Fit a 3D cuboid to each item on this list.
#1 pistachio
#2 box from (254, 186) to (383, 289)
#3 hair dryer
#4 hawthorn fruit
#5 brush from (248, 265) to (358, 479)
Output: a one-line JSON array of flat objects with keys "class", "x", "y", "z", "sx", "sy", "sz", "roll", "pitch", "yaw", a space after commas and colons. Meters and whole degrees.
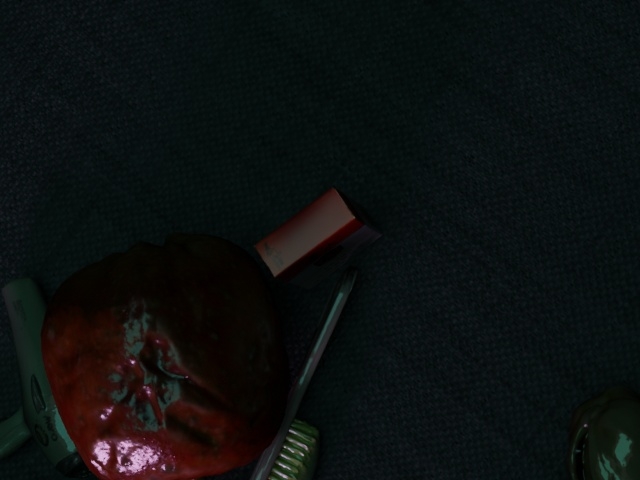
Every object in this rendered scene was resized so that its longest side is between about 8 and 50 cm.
[{"class": "pistachio", "x": 0.293, "y": 0.218, "z": 1.703, "sx": 0.113, "sy": 0.113, "sz": 0.149, "roll": -15, "pitch": 96, "yaw": 11}, {"class": "box", "x": 0.000, "y": 0.000, "z": 1.762, "sx": 0.100, "sy": 0.152, "sz": 0.048, "roll": -39, "pitch": 80, "yaw": 6}, {"class": "hair dryer", "x": -0.328, "y": 0.151, "z": 1.874, "sx": 0.225, "sy": 0.088, "sz": 0.219, "roll": -11, "pitch": 74, "yaw": 27}, {"class": "hawthorn fruit", "x": -0.151, "y": 0.121, "z": 1.733, "sx": 0.258, "sy": 0.258, "sz": 0.262, "roll": 1, "pitch": 60, "yaw": 13}, {"class": "brush", "x": -0.013, "y": 0.176, "z": 1.800, "sx": 0.067, "sy": 0.072, "sz": 0.313, "roll": 24, "pitch": 86, "yaw": -9}]
